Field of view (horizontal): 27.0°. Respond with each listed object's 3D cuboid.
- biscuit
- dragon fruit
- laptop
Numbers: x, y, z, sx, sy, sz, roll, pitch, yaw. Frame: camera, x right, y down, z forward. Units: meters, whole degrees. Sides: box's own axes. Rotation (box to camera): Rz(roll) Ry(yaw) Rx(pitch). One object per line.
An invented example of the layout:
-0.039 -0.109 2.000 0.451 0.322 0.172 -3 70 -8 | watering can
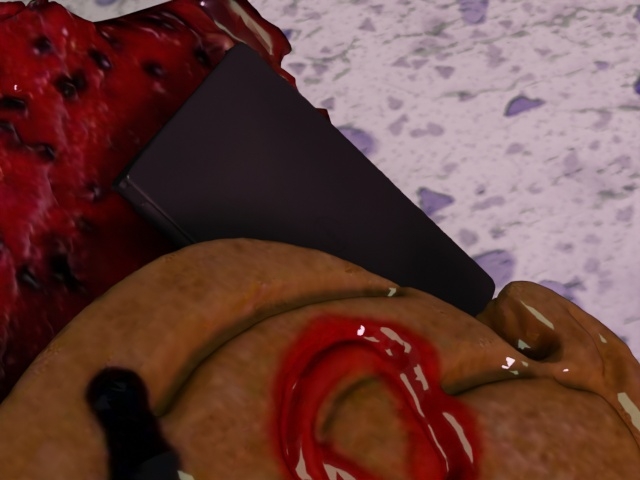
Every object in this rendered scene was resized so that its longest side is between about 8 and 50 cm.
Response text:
0.051 0.134 0.514 0.367 0.063 0.314 32 53 6 | biscuit
-0.139 0.019 0.714 0.286 0.228 0.329 52 40 -1 | dragon fruit
0.000 0.000 0.668 0.197 0.016 0.135 44 44 -10 | laptop
